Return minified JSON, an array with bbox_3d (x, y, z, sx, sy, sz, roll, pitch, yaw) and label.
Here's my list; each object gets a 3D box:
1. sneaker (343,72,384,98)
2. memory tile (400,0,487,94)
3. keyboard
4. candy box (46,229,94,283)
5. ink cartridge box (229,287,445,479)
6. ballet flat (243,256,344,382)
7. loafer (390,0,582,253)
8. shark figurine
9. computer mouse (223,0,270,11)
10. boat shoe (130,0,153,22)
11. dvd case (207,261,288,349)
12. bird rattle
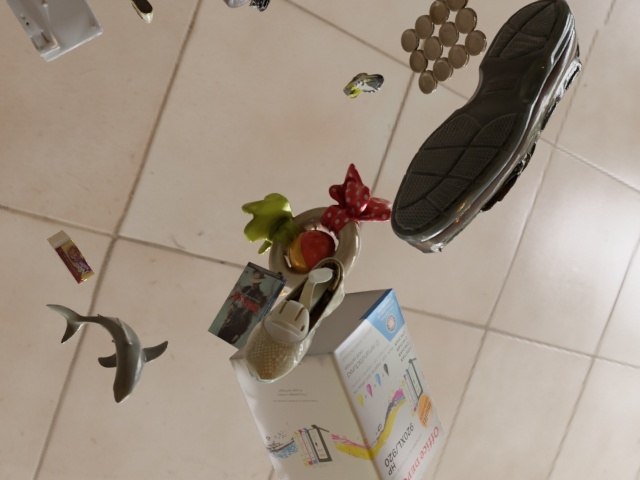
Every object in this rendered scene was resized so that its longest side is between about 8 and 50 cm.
[{"bbox_3d":[0.069,-0.249,1.053,0.031,0.083,0.035,40,63,-32],"label":"sneaker"},{"bbox_3d":[0.184,-0.301,1.024,0.012,0.148,0.113,-17,81,-36],"label":"memory tile"},{"bbox_3d":[-0.303,-0.301,0.638,0.072,0.014,0.256,-25,112,7],"label":"keyboard"},{"bbox_3d":[-0.646,0.040,1.745,0.053,0.186,0.109,-34,112,-18],"label":"candy box"},{"bbox_3d":[0.029,0.209,0.884,0.171,0.168,0.233,-38,112,-51],"label":"ink cartridge box"},{"bbox_3d":[-0.023,0.067,0.652,0.168,0.057,0.052,-50,157,-53],"label":"ballet flat"},{"bbox_3d":[0.162,-0.091,0.599,0.084,0.096,0.268,42,74,-35],"label":"loafer"},{"bbox_3d":[-0.441,0.193,1.429,0.166,0.278,0.116,-37,146,-28],"label":"shark figurine"},{"bbox_3d":[-0.150,-0.565,1.428,0.072,0.272,0.188,36,122,1],"label":"computer mouse"},{"bbox_3d":[-0.484,-0.634,1.810,0.050,0.135,0.045,-18,151,-18],"label":"boat shoe"},{"bbox_3d":[-0.105,0.093,0.967,0.013,0.087,0.120,42,75,-42],"label":"dvd case"},{"bbox_3d":[0.000,0.000,1.134,0.143,0.253,0.207,63,24,-52],"label":"bird rattle"}]
